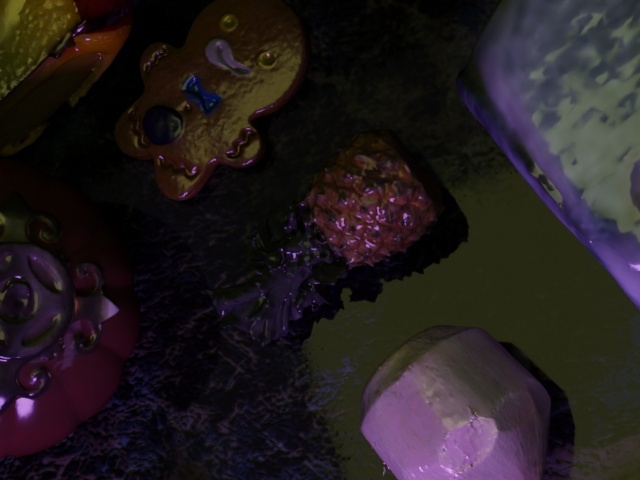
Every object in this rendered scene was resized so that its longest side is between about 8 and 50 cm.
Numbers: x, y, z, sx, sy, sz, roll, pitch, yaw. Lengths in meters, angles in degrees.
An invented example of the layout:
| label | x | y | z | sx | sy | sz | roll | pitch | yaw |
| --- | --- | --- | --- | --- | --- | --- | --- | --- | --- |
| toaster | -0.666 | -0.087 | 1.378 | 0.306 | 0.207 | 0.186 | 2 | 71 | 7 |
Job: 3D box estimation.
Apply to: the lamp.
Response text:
| label | x | y | z | sx | sy | sz | roll | pitch | yaw |
| --- | --- | --- | --- | --- | --- | --- | --- | --- | --- |
| lamp | -0.330 | 0.068 | 1.633 | 0.303 | 0.257 | 0.303 | 3 | 82 | -22 |

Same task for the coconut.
| label | x | y | z | sx | sy | sz | roll | pitch | yaw |
| --- | --- | --- | --- | --- | --- | --- | --- | --- | --- |
| coconut | 0.131 | 0.176 | 1.530 | 0.171 | 0.171 | 0.183 | -41 | 70 | 8 |

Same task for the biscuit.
| label | x | y | z | sx | sy | sz | roll | pitch | yaw |
| --- | --- | --- | --- | --- | --- | --- | --- | --- | --- |
| biscuit | -0.111 | -0.159 | 1.723 | 0.180 | 0.039 | 0.236 | 42 | 93 | 20 |

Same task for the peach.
| label | x | y | z | sx | sy | sz | roll | pitch | yaw |
| --- | --- | --- | --- | --- | --- | --- | --- | --- | --- |
| peach | -0.320 | -0.206 | 1.728 | 0.267 | 0.159 | 0.154 | -43 | 81 | 8 |

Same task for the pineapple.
| label | x | y | z | sx | sy | sz | roll | pitch | yaw |
| --- | --- | --- | --- | --- | --- | --- | --- | --- | --- |
| pineapple | 0.000 | 0.001 | 1.621 | 0.248 | 0.128 | 0.128 | -40 | 72 | 12 |

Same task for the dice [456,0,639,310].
| label | x | y | z | sx | sy | sz | roll | pitch | yaw |
| --- | --- | --- | --- | --- | --- | --- | --- | --- | --- |
| dice | 0.343 | -0.112 | 1.417 | 0.348 | 0.328 | 0.330 | -35 | 73 | 10 |
